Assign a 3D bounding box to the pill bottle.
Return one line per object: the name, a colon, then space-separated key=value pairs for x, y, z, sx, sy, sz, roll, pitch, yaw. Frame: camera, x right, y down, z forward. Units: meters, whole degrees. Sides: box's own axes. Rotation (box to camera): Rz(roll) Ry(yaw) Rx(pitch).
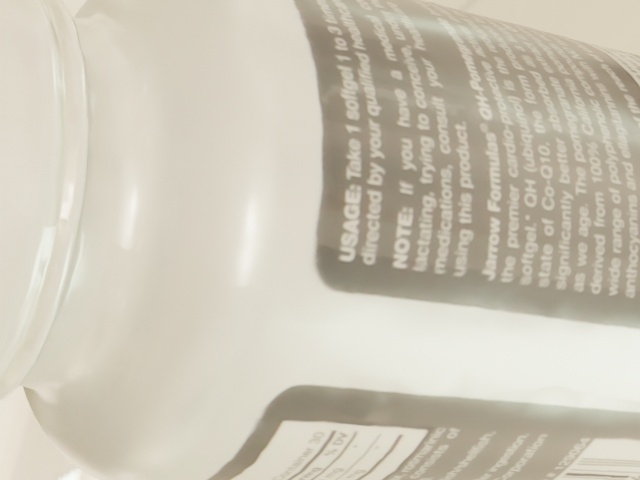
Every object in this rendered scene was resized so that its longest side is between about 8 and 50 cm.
pill bottle: x=0.000 y=0.000 z=0.500 sx=0.176 sy=0.318 sz=0.176 roll=-20 pitch=-114 yaw=56
